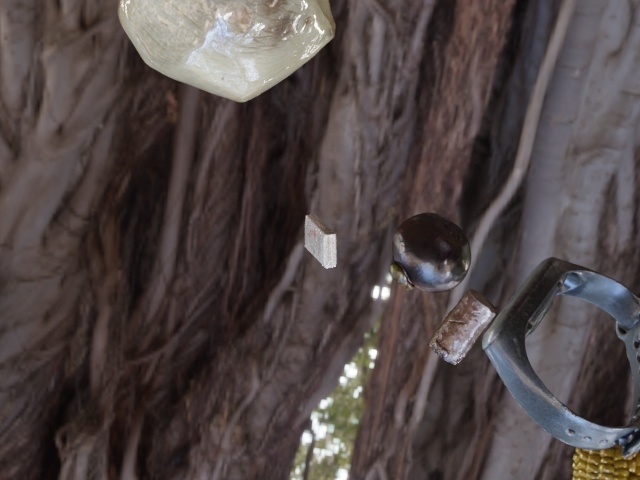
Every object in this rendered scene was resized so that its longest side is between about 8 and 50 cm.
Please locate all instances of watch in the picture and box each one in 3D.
[{"bbox_3d":[0.282,0.118,1.089,0.193,0.068,0.206,39,-128,9],"label":"watch"}]

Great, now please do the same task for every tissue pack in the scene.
[{"bbox_3d":[0.000,0.000,1.586,0.023,0.056,0.108,-5,-160,-17],"label":"tissue pack"}]

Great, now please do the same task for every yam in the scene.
[{"bbox_3d":[0.274,0.168,1.971,0.079,0.141,0.079,31,-163,-11],"label":"yam"}]

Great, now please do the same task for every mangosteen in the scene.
[{"bbox_3d":[0.187,0.028,1.801,0.152,0.153,0.152,6,-153,-3],"label":"mangosteen"}]

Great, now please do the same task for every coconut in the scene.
[{"bbox_3d":[-0.087,-0.251,1.038,0.224,0.224,0.224,6,-153,-3],"label":"coconut"}]

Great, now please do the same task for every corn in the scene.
[{"bbox_3d":[0.367,0.399,1.283,0.101,0.313,0.102,4,167,1],"label":"corn"}]

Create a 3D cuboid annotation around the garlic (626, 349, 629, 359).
[{"bbox_3d":[0.676,0.204,1.962,0.152,0.228,0.228,-20,-148,-5],"label":"garlic"}]
